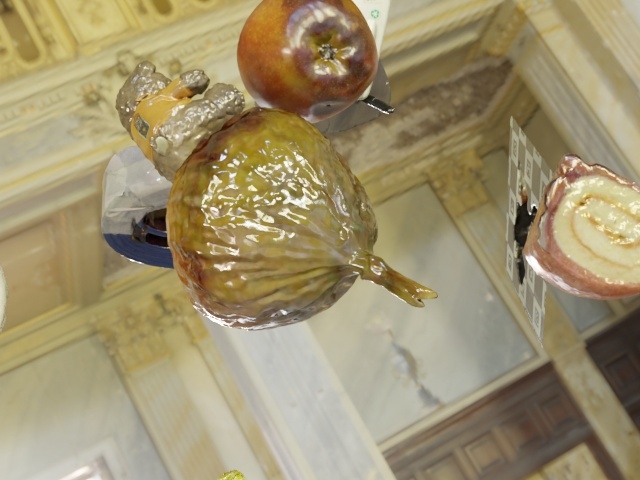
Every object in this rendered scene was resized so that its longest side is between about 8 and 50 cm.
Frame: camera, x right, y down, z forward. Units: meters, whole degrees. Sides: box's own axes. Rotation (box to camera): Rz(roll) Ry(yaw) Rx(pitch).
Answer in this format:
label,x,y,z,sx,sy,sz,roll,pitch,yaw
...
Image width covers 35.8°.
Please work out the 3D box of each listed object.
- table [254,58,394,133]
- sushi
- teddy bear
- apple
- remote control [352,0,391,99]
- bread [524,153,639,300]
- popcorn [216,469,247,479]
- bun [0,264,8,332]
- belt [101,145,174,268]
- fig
label,x,y,z,sx,sy,sz,roll,pitch,yaw
table,0.030,-0.344,2.157,0.317,0.317,0.249,-31,15,3
sushi,0.423,-0.029,1.899,0.064,0.343,0.359,-2,23,0
teddy bear,-0.212,-0.164,1.391,0.140,0.190,0.177,-15,-49,-42
apple,-0.019,-0.301,1.588,0.230,0.230,0.230,-28,-15,-8
remote control,0.087,-0.417,2.116,0.090,0.230,0.049,10,11,-10
bread,0.435,0.000,1.524,0.190,0.244,0.123,-62,-2,-1
popcorn,-0.165,0.452,1.826,0.083,0.068,0.059,34,-107,-46
bun,-0.603,0.088,1.462,0.263,0.263,0.175,-23,6,-26
belt,-0.183,-0.057,1.627,0.347,0.117,0.212,2,-45,-12
fig,0.000,0.000,1.229,0.286,0.369,0.286,-34,-45,-44
